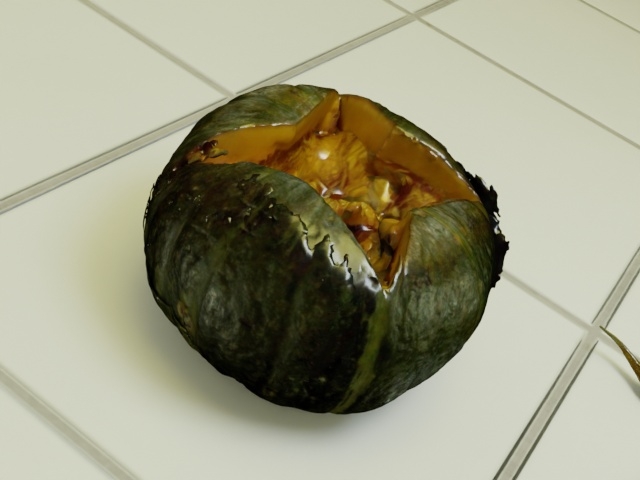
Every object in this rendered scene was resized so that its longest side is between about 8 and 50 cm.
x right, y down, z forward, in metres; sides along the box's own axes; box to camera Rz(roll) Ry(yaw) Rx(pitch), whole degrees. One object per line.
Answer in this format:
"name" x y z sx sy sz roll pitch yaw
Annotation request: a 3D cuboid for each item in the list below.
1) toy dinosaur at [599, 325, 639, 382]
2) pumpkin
"toy dinosaur" 0.353 0.149 0.912 0.180 0.037 0.058 42 36 23
"pumpkin" 0.000 0.000 0.783 0.320 0.192 0.320 15 39 -12
